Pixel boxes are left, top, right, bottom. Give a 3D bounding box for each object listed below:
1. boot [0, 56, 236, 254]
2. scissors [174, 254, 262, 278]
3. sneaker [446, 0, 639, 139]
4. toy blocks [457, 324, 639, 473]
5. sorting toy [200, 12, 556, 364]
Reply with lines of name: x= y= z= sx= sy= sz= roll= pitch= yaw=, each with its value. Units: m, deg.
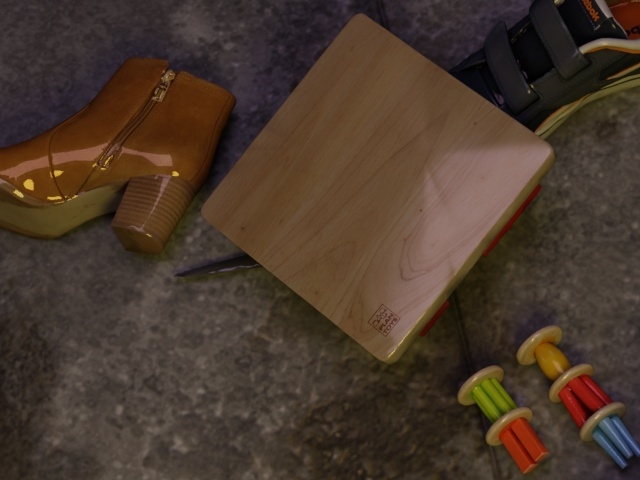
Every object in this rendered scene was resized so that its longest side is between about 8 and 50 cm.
boot: x=-0.251 y=-0.107 z=1.940 sx=0.295 sy=0.104 sz=0.211 roll=13 pitch=62 yaw=15
scissors: x=0.000 y=0.000 z=1.860 sx=0.297 sy=0.021 sz=0.109 roll=1 pitch=66 yaw=16
sneaker: x=0.236 y=-0.190 z=1.838 sx=0.321 sy=0.127 sz=0.126 roll=-26 pitch=61 yaw=2
toy blocks: x=0.216 y=0.167 z=1.696 sx=0.123 sy=0.054 sz=0.148 roll=-34 pitch=61 yaw=-6
sorting toy: x=0.062 y=-0.045 z=1.789 sx=0.255 sy=0.089 sz=0.257 roll=38 pitch=89 yaw=25
